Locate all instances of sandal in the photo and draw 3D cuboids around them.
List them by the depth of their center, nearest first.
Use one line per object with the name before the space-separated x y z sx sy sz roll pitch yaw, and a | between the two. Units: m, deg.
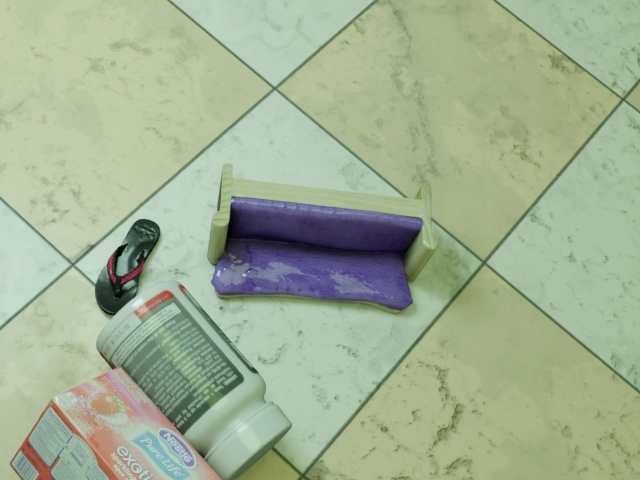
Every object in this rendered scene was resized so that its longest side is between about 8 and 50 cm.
sandal | -0.313 0.036 1.447 0.067 0.040 0.179 21 63 -1

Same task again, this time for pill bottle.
pill bottle | -0.185 0.212 1.324 0.161 0.161 0.283 -37 77 -23

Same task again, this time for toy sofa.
toy sofa | 0.000 0.000 1.464 0.362 0.150 0.177 6 63 -8

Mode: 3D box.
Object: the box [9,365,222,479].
box | -0.255 0.341 1.217 0.300 0.154 0.142 44 29 13
